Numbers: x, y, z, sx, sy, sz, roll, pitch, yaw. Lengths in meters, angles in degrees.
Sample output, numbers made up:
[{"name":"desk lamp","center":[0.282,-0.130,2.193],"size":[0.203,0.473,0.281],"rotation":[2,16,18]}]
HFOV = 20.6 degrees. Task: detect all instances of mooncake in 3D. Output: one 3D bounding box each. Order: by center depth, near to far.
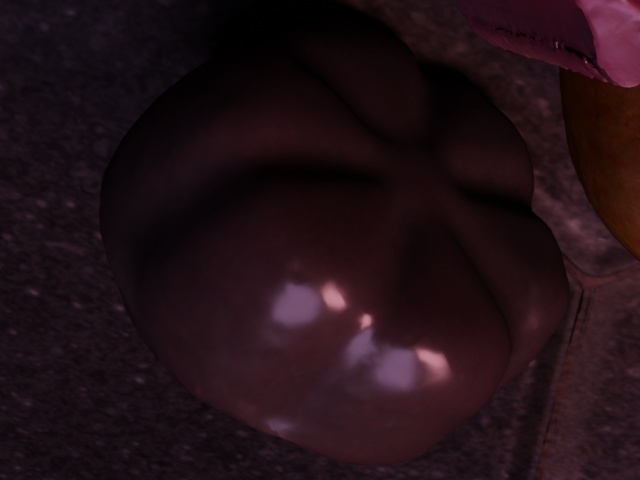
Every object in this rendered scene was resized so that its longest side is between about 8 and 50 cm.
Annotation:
[{"name":"mooncake","center":[0.011,-0.003,0.929],"size":[0.245,0.245,0.133],"rotation":[32,132,-17]}]

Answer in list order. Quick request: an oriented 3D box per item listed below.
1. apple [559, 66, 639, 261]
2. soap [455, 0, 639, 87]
[{"name":"apple","center":[0.216,-0.066,0.794],"size":[0.211,0.188,0.211],"rotation":[-7,116,-15]},{"name":"soap","center":[0.107,-0.157,0.728],"size":[0.099,0.162,0.250],"rotation":[31,-177,-15]}]
